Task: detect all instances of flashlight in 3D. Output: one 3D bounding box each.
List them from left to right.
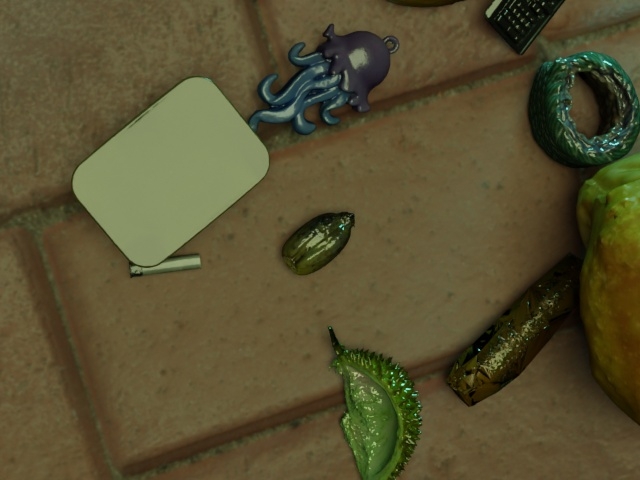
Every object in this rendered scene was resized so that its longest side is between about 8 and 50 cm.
[{"bbox_3d":[-0.181,0.029,1.518,0.083,0.018,0.018,-7,95,-7],"label":"flashlight"}]

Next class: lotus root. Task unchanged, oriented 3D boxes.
[{"bbox_3d":[0.000,0.000,1.527,0.099,0.049,0.054,-38,89,-4],"label":"lotus root"}]

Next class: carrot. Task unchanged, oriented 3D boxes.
[{"bbox_3d":[0.244,0.105,1.561,0.229,0.069,0.069,-44,98,-5],"label":"carrot"}]

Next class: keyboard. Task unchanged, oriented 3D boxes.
[{"bbox_3d":[0.286,-0.330,1.543,0.094,0.025,0.230,35,92,-42],"label":"keyboard"}]

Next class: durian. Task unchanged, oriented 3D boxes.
[{"bbox_3d":[0.068,0.196,1.536,0.100,0.086,0.215,-11,97,6],"label":"durian"}]

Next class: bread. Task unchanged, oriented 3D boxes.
[{"bbox_3d":[0.478,0.053,1.476,0.394,0.250,0.361,-14,94,-16],"label":"bread"}]

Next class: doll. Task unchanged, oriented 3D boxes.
[{"bbox_3d":[0.002,-0.184,1.510,0.206,0.067,0.110,-29,107,-7],"label":"doll"}]

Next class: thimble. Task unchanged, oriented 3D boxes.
[{"bbox_3d":[0.313,-0.154,1.545,0.118,0.090,0.135,-10,92,-10],"label":"thimble"}]

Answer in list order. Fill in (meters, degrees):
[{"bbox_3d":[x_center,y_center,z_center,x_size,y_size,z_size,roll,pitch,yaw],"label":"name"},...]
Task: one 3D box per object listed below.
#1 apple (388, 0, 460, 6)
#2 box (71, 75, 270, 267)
[{"bbox_3d":[0.170,-0.431,1.494,0.179,0.254,0.346,35,87,32],"label":"apple"},{"bbox_3d":[-0.170,-0.077,1.479,0.201,0.090,0.144,-41,97,-5],"label":"box"}]
